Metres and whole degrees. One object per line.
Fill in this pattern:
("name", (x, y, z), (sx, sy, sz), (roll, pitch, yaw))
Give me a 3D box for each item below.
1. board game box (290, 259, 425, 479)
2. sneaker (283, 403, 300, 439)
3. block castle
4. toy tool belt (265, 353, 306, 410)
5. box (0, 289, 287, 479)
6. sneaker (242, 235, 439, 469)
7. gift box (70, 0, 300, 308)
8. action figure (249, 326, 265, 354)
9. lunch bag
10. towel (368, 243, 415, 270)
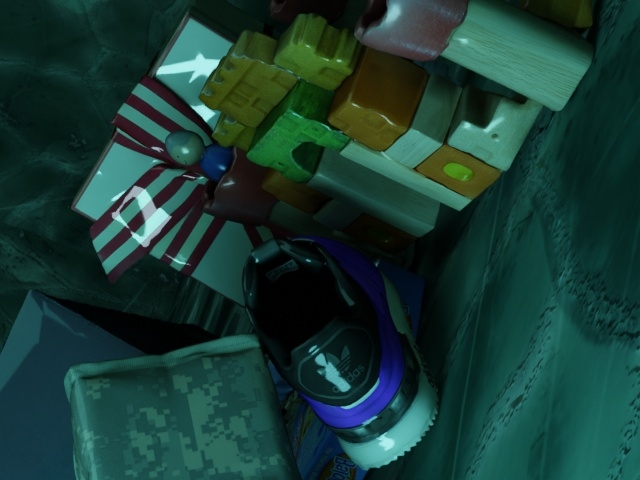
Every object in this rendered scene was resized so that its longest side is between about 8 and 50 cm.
("board game box", (0.022, 0.144, 1.460), (0.160, 0.047, 0.210), (-77, 11, -47))
("sneaker", (-0.067, 0.211, 1.625), (0.225, 0.092, 0.088), (-49, -1, -25))
("block castle", (0.047, -0.186, 1.383), (0.453, 0.212, 0.303), (-40, 29, 62))
("toy tool belt", (-0.031, 0.124, 1.521), (0.051, 0.052, 0.083), (-62, 0, -42))
("box", (-0.209, 0.253, 1.722), (0.312, 0.179, 0.343), (18, -82, -62))
("sneaker", (-0.006, 0.042, 1.321), (0.102, 0.146, 0.293), (-40, 28, 3))
("gift box", (-0.090, -0.070, 1.718), (0.276, 0.255, 0.258), (-62, 8, 13))
("action figure", (-0.179, 0.211, 2.204), (0.341, 0.178, 0.330), (-62, 17, -11))
("lunch bag", (-0.091, 0.247, 1.274), (0.287, 0.169, 0.235), (90, 167, -51))
("towel", (0.043, 0.016, 1.667), (0.282, 0.049, 0.187), (-82, 13, -55))
